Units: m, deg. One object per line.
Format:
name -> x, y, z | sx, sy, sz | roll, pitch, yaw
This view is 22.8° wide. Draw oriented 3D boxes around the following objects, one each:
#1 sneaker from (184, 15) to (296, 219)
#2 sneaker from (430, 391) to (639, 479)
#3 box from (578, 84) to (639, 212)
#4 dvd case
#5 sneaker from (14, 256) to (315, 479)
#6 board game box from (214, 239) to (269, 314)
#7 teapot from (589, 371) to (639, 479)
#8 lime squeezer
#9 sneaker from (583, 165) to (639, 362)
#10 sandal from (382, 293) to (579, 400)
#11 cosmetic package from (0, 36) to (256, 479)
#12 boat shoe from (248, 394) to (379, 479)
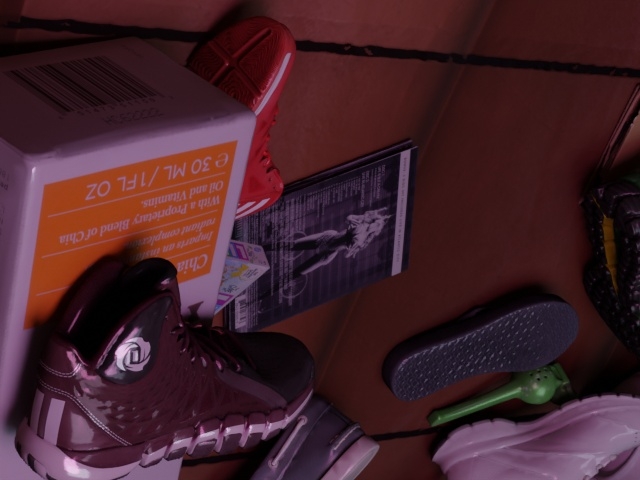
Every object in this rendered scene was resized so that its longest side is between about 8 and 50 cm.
sneaker -> -0.069, -0.102, 1.406 | 0.128, 0.087, 0.221 | 2, 135, -52
sneaker -> 0.289, 0.271, 1.941 | 0.297, 0.129, 0.111 | -15, 155, -6
box -> 0.403, -0.103, 1.849 | 0.201, 0.021, 0.164 | -2, 125, -41
dvd case -> 0.000, 0.000, 1.591 | 0.221, 0.018, 0.165 | -21, 135, -25
sneaker -> -0.100, 0.080, 1.219 | 0.281, 0.106, 0.163 | -17, 128, -44
board game box -> -0.135, 0.050, 1.468 | 0.103, 0.026, 0.154 | 13, 136, -46
teapot -> 0.435, 0.266, 2.080 | 0.187, 0.252, 0.256 | 23, 72, -11
lime squeezer -> 0.274, 0.200, 1.980 | 0.310, 0.059, 0.110 | 6, 119, -45
sneaker -> 0.402, 0.033, 1.856 | 0.146, 0.134, 0.344 | -28, 146, -11
sandal -> 0.185, 0.111, 1.836 | 0.254, 0.054, 0.097 | -12, 125, -21
cosmetic package -> -0.223, 0.080, 1.302 | 0.230, 0.161, 0.453 | -18, 132, -44
boat shoe -> -0.078, 0.303, 1.746 | 0.319, 0.099, 0.116 | -45, 167, 6
